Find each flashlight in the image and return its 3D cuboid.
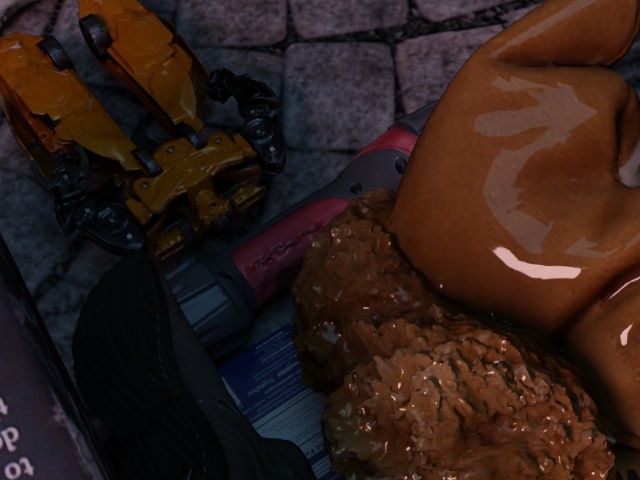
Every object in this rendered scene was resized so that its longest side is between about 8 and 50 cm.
[{"bbox_3d":[0.000,0.000,0.988,0.304,0.103,0.103,-33,66,-18],"label":"flashlight"}]

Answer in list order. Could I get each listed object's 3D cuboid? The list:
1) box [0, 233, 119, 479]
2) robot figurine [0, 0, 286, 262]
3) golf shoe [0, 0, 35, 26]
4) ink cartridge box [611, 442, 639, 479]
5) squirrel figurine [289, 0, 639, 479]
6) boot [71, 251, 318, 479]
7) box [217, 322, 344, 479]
[{"bbox_3d":[-0.225,0.227,0.645,0.297,0.480,0.472,-23,62,-13],"label":"box"},{"bbox_3d":[-0.159,-0.101,1.050,0.211,0.085,0.291,-33,61,-16],"label":"robot figurine"},{"bbox_3d":[-0.316,-0.208,1.148,0.176,0.069,0.086,-17,81,-5],"label":"golf shoe"},{"bbox_3d":[0.252,0.223,0.873,0.303,0.072,0.307,3,63,5],"label":"ink cartridge box"},{"bbox_3d":[0.185,0.077,0.820,0.397,0.281,0.370,-29,57,-11],"label":"squirrel figurine"},{"bbox_3d":[-0.078,0.128,0.860,0.083,0.161,0.246,-41,44,13],"label":"boot"},{"bbox_3d":[-0.014,0.184,0.919,0.136,0.036,0.225,-31,63,-15],"label":"box"}]
